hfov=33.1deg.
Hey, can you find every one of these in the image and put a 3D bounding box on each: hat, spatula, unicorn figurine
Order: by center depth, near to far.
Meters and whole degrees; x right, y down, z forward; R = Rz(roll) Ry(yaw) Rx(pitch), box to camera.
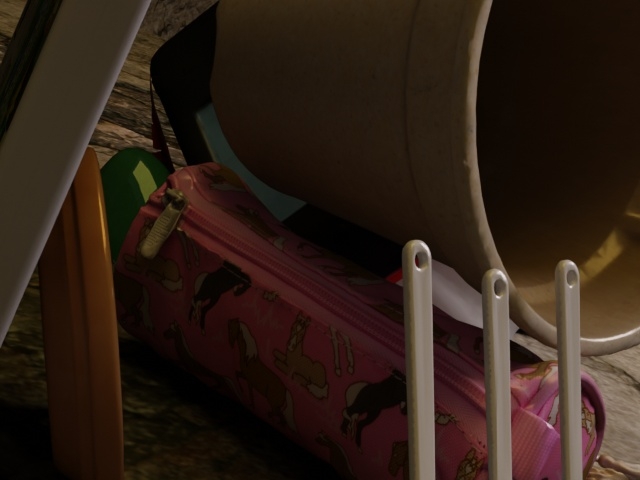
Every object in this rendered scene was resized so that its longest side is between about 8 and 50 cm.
[{"bbox_3d":[0.094,0.125,0.563,0.168,0.242,0.019,5,-10,-38],"label":"spatula"},{"bbox_3d":[0.257,0.201,0.834,0.111,0.060,0.162,19,13,1],"label":"unicorn figurine"},{"bbox_3d":[-0.167,-0.078,1.076,0.208,0.183,0.173,26,13,28],"label":"hat"}]

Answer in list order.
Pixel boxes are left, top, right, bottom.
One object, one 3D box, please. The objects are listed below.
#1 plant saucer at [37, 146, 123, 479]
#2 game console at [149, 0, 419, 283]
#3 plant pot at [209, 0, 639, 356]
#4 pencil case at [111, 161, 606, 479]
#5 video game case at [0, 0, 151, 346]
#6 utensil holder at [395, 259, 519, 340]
[{"bbox_3d":[-0.139,0.048,0.610,0.037,0.200,0.200,-5,20,-15],"label":"plant saucer"},{"bbox_3d":[0.021,-0.134,1.006,0.060,0.342,0.386,41,20,-55],"label":"game console"},{"bbox_3d":[0.097,-0.118,0.760,0.334,0.333,0.305,7,5,-43],"label":"plant pot"},{"bbox_3d":[0.012,0.080,0.759,0.386,0.160,0.167,31,17,36],"label":"pencil case"},{"bbox_3d":[-0.171,-0.035,0.579,0.036,0.329,0.300,22,11,-21],"label":"video game case"},{"bbox_3d":[0.205,-0.120,1.129,0.327,0.385,0.327,44,11,-11],"label":"utensil holder"}]
